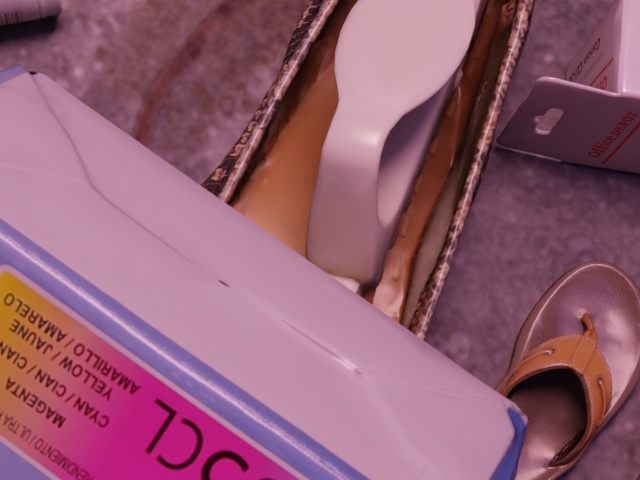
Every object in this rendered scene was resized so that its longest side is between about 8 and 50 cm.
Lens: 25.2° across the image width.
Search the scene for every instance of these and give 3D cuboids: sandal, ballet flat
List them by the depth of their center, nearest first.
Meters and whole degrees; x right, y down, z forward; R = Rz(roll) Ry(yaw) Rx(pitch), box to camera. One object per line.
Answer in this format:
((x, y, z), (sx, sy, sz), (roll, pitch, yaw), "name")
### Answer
((0.000, 0.000, 0.721), (0.164, 0.182, 0.482), (22, 72, 0), "ballet flat")
((0.123, 0.087, 0.777), (0.072, 0.049, 0.180), (39, 73, 6), "sandal")

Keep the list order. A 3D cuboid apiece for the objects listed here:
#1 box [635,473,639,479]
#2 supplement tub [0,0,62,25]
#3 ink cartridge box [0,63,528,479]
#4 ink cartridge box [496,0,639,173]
((0.249, 0.219, 0.716), (0.243, 0.117, 0.213), (37, 73, 6), "box")
((-0.204, -0.152, 0.802), (0.107, 0.071, 0.071), (-12, 75, -9), "supplement tub")
((-0.133, 0.169, 0.606), (0.270, 0.151, 0.395), (35, 113, 5), "ink cartridge box")
((0.208, -0.083, 0.804), (0.198, 0.115, 0.067), (8, 73, -5), "ink cartridge box")
